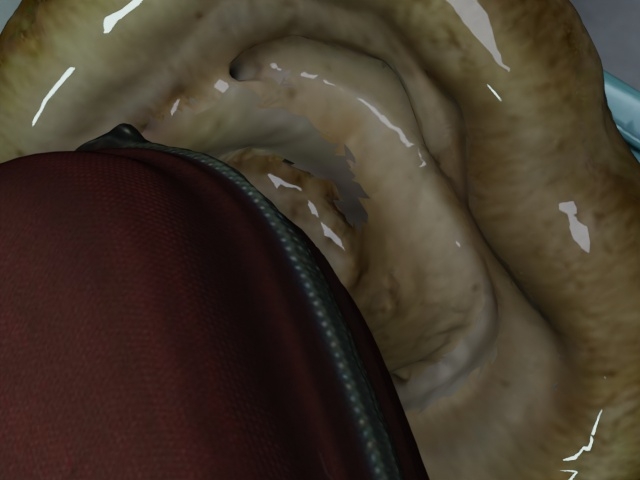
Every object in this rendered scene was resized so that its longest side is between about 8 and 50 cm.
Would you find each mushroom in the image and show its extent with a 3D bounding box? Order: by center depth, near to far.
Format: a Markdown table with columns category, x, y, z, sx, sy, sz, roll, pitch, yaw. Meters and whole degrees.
| category | x | y | z | sx | sy | sz | roll | pitch | yaw |
| --- | --- | --- | --- | --- | --- | --- | --- | --- | --- |
| mushroom | 0.000 | 0.000 | 0.564 | 0.278 | 0.146 | 0.278 | 6 | 107 | 20 |

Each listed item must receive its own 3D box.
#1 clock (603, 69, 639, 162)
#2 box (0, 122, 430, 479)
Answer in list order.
| category | x | y | z | sx | sy | sz | roll | pitch | yaw |
| --- | --- | --- | --- | --- | --- | --- | --- | --- | --- |
| clock | 0.136 | -0.021 | 0.622 | 0.147 | 0.108 | 0.045 | 36 | 97 | 13 |
| box | -0.135 | 0.152 | 0.461 | 0.404 | 0.108 | 0.263 | -39 | 52 | 23 |
